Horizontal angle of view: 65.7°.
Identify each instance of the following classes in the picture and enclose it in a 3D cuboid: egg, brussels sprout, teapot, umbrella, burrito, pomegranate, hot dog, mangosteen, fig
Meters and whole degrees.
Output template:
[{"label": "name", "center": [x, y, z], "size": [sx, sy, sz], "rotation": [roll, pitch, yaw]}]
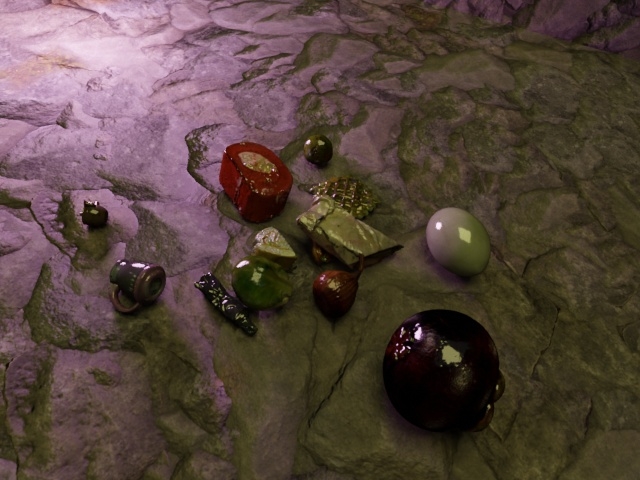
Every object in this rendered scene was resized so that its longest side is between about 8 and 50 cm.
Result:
[{"label": "egg", "center": [0.445, 0.004, 1.600], "size": [0.186, 0.186, 0.253], "rotation": [-11, 54, -18]}, {"label": "brussels sprout", "center": [-0.169, 0.125, 1.417], "size": [0.180, 0.161, 0.144], "rotation": [27, 97, -2]}, {"label": "teapot", "center": [-0.704, -0.098, 1.549], "size": [0.080, 0.085, 0.110], "rotation": [7, 32, -7]}, {"label": "umbrella", "center": [-0.264, 0.183, 1.419], "size": [0.235, 0.059, 0.066], "rotation": [38, 73, 21]}, {"label": "burrito", "center": [0.087, -0.005, 1.560], "size": [0.347, 0.107, 0.175], "rotation": [32, 61, -7]}, {"label": "teapot", "center": [-0.526, 0.122, 1.405], "size": [0.146, 0.148, 0.116], "rotation": [19, 15, 19]}, {"label": "pomegranate", "center": [-0.002, -0.340, 1.848], "size": [0.114, 0.114, 0.142], "rotation": [24, 24, 8]}, {"label": "hot dog", "center": [0.000, 0.000, 1.607], "size": [0.072, 0.055, 0.188], "rotation": [14, 52, -27]}, {"label": "mangosteen", "center": [0.326, 0.343, 1.271], "size": [0.347, 0.307, 0.307], "rotation": [36, 50, -17]}, {"label": "fig", "center": [0.072, 0.131, 1.463], "size": [0.201, 0.146, 0.134], "rotation": [-35, 81, -30]}]

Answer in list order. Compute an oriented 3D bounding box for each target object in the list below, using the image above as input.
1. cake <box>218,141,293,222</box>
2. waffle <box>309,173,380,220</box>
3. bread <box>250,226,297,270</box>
[{"label": "cake", "center": [-0.216, -0.201, 1.673], "size": [0.177, 0.151, 0.283], "rotation": [-18, 57, -36]}, {"label": "waffle", "center": [0.087, -0.151, 1.741], "size": [0.223, 0.054, 0.204], "rotation": [-23, 60, -26]}, {"label": "bread", "center": [-0.153, 0.040, 1.519], "size": [0.110, 0.103, 0.156], "rotation": [-21, 51, -31]}]
